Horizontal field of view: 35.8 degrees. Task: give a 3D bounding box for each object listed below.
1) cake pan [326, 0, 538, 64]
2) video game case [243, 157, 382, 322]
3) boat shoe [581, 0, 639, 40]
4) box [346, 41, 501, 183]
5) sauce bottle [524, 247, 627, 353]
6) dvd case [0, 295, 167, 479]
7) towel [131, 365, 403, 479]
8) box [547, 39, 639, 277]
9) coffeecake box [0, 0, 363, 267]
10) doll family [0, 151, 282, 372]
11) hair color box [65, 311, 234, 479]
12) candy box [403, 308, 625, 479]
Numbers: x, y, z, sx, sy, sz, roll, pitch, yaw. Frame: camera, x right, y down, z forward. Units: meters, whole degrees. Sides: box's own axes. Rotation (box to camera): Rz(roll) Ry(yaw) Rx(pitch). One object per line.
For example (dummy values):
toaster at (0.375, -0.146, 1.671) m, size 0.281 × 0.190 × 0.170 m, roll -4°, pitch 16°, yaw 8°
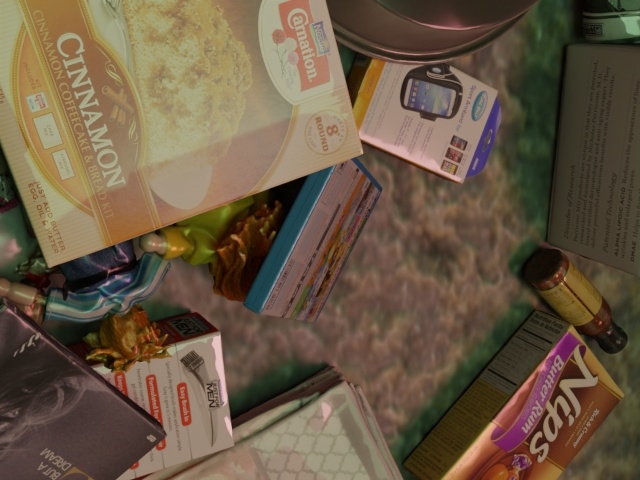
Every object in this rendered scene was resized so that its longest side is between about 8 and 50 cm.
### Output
cake pan at (0.081, -0.271, 0.692) m, size 0.293 × 0.054 × 0.293 m, roll -4°, pitch 100°, yaw -26°
video game case at (0.000, 0.000, 0.693) m, size 0.015 × 0.166 × 0.119 m, roll 26°, pitch 89°, yaw 14°
boat shoe at (0.318, -0.218, 0.836) m, size 0.219 × 0.078 × 0.070 m, roll -14°, pitch 111°, yaw -23°
box at (0.080, -0.099, 0.769) m, size 0.136 × 0.028 × 0.081 m, roll 20°, pitch 92°, yaw -33°
sauce bottle at (0.231, 0.058, 0.883) m, size 0.042 × 0.042 × 0.128 m, roll -50°, pitch 121°, yaw -8°
dvd case at (-0.224, 0.151, 0.600) m, size 0.221 × 0.018 × 0.164 m, roll -40°, pitch 134°, yaw -2°
towel at (-0.041, 0.309, 0.743) m, size 0.317 × 0.053 × 0.332 m, roll -28°, pitch 96°, yaw -19°
box at (0.306, -0.075, 0.843) m, size 0.181 × 0.119 × 0.182 m, roll -5°, pitch 106°, yaw -27°
coffeecake box at (-0.086, -0.088, 0.540) m, size 0.185 × 0.068 × 0.142 m, roll -21°, pitch 111°, yaw -14°
doll family at (-0.117, -0.008, 0.633) m, size 0.263 × 0.118 × 0.163 m, roll -23°, pitch 113°, yaw -21°
hair color box at (-0.149, 0.118, 0.688) m, size 0.167 × 0.053 × 0.093 m, roll -13°, pitch 109°, yaw -23°
candy box at (0.173, 0.167, 0.874) m, size 0.187 × 0.053 × 0.109 m, roll -46°, pitch 119°, yaw -9°
